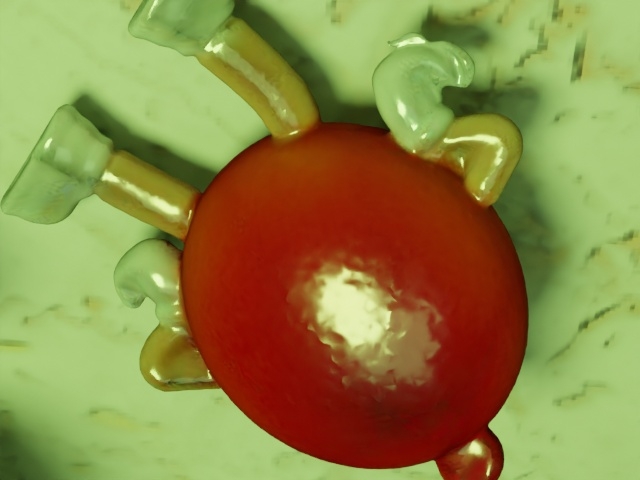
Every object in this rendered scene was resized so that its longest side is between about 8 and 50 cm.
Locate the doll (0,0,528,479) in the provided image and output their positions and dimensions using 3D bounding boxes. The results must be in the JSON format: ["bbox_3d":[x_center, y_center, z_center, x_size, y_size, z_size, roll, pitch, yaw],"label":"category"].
[{"bbox_3d":[0.000,0.000,0.563,0.217,0.085,0.183,41,118,-1],"label":"doll"}]
